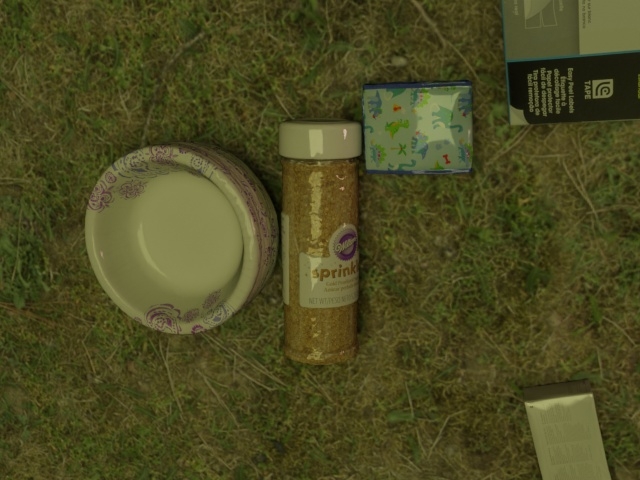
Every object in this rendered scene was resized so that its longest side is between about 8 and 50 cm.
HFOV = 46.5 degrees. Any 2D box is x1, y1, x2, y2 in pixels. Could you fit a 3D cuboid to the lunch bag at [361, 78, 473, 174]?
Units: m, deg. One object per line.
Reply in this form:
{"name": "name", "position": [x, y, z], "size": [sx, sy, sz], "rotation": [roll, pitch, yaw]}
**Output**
{"name": "lunch bag", "position": [0.135, -0.159, 1.045], "size": [0.151, 0.096, 0.128], "rotation": [-2, 103, 6]}

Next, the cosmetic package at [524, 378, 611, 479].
{"name": "cosmetic package", "position": [0.377, 0.333, 1.113], "size": [0.099, 0.060, 0.239], "rotation": [-12, 99, 15]}

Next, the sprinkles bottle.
{"name": "sprinkles bottle", "position": [0.000, 0.000, 1.105], "size": [0.121, 0.121, 0.355], "rotation": [3, 104, 14]}

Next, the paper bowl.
{"name": "paper bowl", "position": [-0.199, -0.011, 1.135], "size": [0.284, 0.148, 0.284], "rotation": [4, 103, 18]}

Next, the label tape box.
{"name": "label tape box", "position": [0.397, -0.278, 0.889], "size": [0.348, 0.115, 0.249], "rotation": [2, 118, 24]}
